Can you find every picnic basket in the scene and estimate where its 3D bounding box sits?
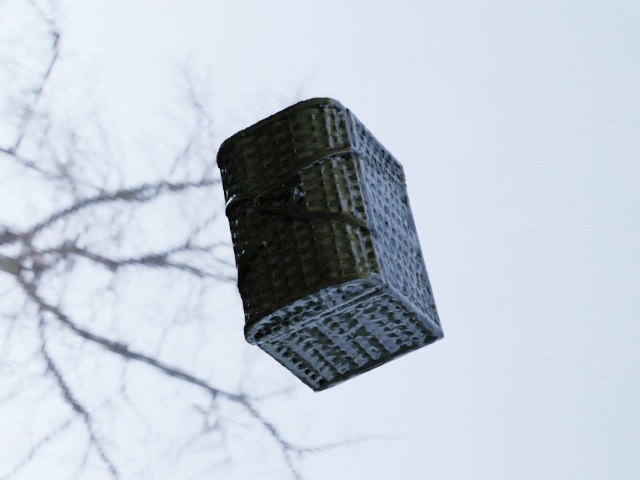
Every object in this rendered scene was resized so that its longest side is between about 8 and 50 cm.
[{"bbox_3d":[0.000,0.000,1.433,0.134,0.154,0.196,-23,-126,17],"label":"picnic basket"}]
